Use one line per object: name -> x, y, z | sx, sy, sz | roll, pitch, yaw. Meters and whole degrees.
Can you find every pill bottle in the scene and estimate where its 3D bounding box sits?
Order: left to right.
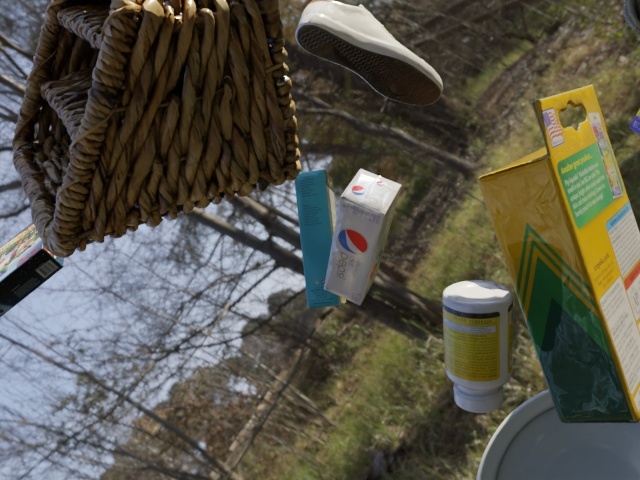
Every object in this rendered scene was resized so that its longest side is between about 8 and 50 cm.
pill bottle -> 0.151, 0.102, 0.580 | 0.065, 0.065, 0.116 | -42, -50, -65

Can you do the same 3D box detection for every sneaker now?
sneaker -> 0.104, -0.353, 1.087 | 0.106, 0.290, 0.123 | -37, 32, 56

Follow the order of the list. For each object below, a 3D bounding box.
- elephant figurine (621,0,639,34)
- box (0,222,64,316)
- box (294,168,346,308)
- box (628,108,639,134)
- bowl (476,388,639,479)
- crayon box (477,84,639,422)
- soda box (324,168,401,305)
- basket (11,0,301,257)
elephant figurine -> 0.561, -0.353, 0.936 | 0.239, 0.169, 0.186 | -53, 11, 44
box -> -0.501, 0.066, 0.936 | 0.233, 0.044, 0.159 | -39, 32, -2
box -> 0.000, 0.000, 1.113 | 0.100, 0.060, 0.244 | 27, -124, -80
box -> 0.273, -0.123, 0.355 | 0.105, 0.043, 0.179 | -102, 33, -59
bowl -> 0.336, 0.319, 0.725 | 0.298, 0.298, 0.134 | -58, -19, -4
crayon box -> 0.282, 0.004, 0.664 | 0.083, 0.323, 0.203 | -16, 5, 42
soda box -> 0.061, 0.001, 0.923 | 0.074, 0.069, 0.216 | -56, -16, -39
basket -> -0.185, -0.157, 0.538 | 0.223, 0.299, 0.214 | -21, -56, -20
